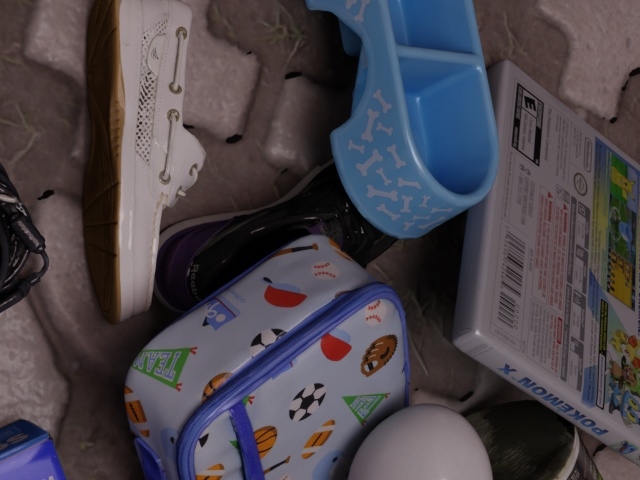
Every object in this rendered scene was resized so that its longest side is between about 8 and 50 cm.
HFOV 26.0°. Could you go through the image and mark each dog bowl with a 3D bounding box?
[{"bbox_3d":[0.078,-0.153,1.217,0.166,0.074,0.297,-2,81,-49],"label":"dog bowl"}]

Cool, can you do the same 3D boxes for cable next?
[{"bbox_3d":[-0.312,0.009,1.084,0.184,0.047,0.150,-31,107,-23],"label":"cable"}]

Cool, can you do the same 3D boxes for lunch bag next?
[{"bbox_3d":[-0.039,0.156,1.137,0.243,0.115,0.303,-37,145,-24],"label":"lunch bag"}]

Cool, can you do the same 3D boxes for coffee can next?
[{"bbox_3d":[0.203,0.318,1.294,0.201,0.201,0.275,-38,109,-21],"label":"coffee can"}]

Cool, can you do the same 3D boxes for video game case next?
[{"bbox_3d":[0.253,0.028,1.311,0.300,0.036,0.329,33,47,-26],"label":"video game case"}]

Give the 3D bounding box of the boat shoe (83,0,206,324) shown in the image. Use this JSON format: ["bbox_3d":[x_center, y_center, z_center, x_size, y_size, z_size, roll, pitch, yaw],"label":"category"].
[{"bbox_3d":[-0.138,-0.069,1.144,0.096,0.098,0.277,2,91,-28],"label":"boat shoe"}]

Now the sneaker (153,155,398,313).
[{"bbox_3d":[0.000,0.000,1.208,0.283,0.124,0.107,-25,104,-25],"label":"sneaker"}]

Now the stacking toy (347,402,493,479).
[{"bbox_3d":[0.053,0.368,1.095,0.350,0.350,0.480,18,83,-28],"label":"stacking toy"}]

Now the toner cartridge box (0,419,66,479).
[{"bbox_3d":[-0.245,0.338,1.125,0.165,0.075,0.348,-23,104,-26],"label":"toner cartridge box"}]
